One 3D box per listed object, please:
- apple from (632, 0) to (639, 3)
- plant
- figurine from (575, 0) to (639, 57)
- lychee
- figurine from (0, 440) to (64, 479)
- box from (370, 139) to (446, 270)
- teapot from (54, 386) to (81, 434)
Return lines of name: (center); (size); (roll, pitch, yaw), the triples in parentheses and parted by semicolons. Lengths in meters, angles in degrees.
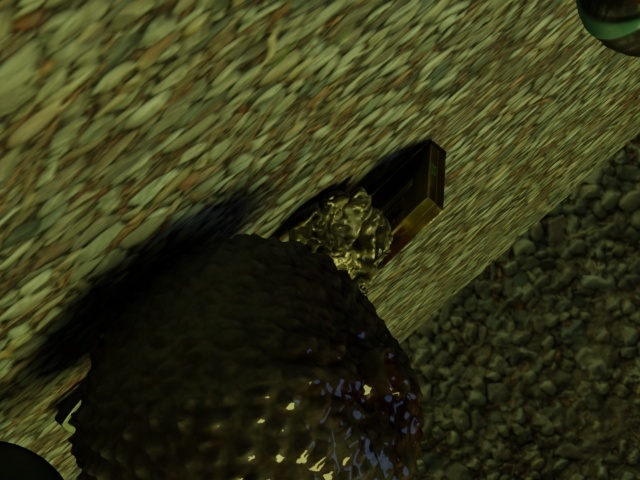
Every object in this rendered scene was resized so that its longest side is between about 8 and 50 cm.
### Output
apple: (0.205, -0.228, 1.062); (0.195, 0.160, 0.173); (-40, 175, -8)
plant: (0.000, 0.000, 1.721); (0.116, 0.104, 0.122); (17, 168, -37)
figurine: (0.296, -0.256, 1.513); (0.245, 0.110, 0.138); (-55, -179, 39)
lychee: (-0.061, 0.135, 1.459); (0.300, 0.300, 0.300); (-39, 171, -7)
figurine: (-0.266, 0.272, 1.482); (0.175, 0.197, 0.265); (-29, 163, -40)
box: (0.081, -0.036, 1.796); (0.090, 0.023, 0.133); (-46, -165, 23)
teapot: (-0.195, 0.150, 1.657); (0.088, 0.066, 0.057); (22, 99, -55)
